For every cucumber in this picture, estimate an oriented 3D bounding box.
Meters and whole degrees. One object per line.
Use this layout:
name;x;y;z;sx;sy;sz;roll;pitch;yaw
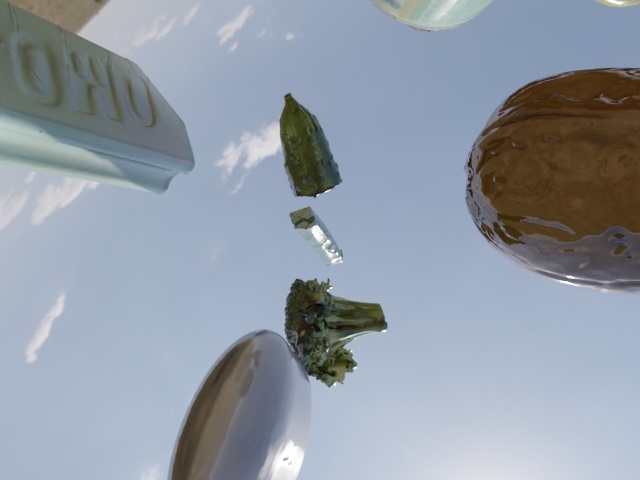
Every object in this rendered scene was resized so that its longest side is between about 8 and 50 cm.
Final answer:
cucumber;-0.039;-0.233;1.019;0.134;0.245;0.134;-18;-161;7

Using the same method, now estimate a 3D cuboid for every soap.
soap;-0.311;-0.171;0.532;0.095;0.289;0.173;-27;-107;26

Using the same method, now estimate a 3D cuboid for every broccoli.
broccoli;0.036;0.208;0.999;0.243;0.247;0.263;-7;-110;-5

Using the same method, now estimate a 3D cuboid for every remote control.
remote control;-0.076;0.232;0.493;0.103;0.332;0.221;11;-117;12

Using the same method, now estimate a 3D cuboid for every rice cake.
rice cake;0.000;0.000;1.153;0.066;0.336;0.063;-18;-113;10

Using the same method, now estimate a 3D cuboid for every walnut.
walnut;0.212;-0.045;0.324;0.207;0.167;0.167;18;-111;38

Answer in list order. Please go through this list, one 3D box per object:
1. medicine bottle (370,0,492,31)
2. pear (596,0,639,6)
medicine bottle;0.177;-0.394;0.349;0.236;0.235;0.406;-53;-172;-10
pear;0.544;-0.576;0.720;0.294;0.294;0.295;-24;-137;25
